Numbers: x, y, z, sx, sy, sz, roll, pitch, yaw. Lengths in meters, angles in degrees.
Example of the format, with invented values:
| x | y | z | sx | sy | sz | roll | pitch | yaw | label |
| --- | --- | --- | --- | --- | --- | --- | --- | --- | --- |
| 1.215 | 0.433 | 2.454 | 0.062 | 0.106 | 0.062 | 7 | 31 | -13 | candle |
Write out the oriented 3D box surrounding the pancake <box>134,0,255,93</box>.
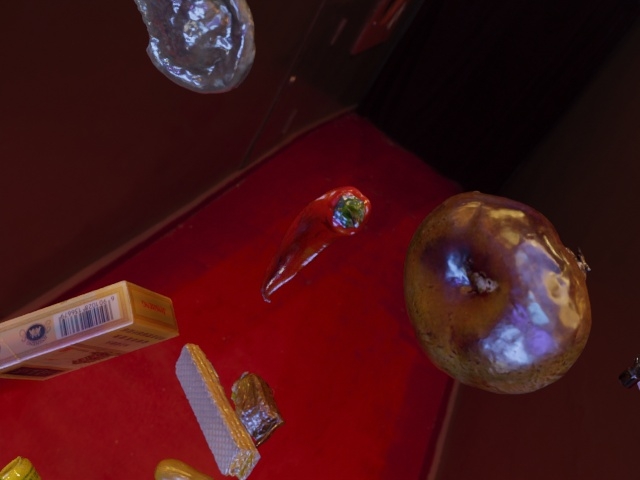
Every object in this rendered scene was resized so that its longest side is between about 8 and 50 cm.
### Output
| x | y | z | sx | sy | sz | roll | pitch | yaw | label |
| --- | --- | --- | --- | --- | --- | --- | --- | --- | --- |
| -0.205 | -0.345 | 1.015 | 0.222 | 0.236 | 0.042 | 22 | 39 | 10 | pancake |

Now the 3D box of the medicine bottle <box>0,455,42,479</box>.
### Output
| x | y | z | sx | sy | sz | roll | pitch | yaw | label |
| --- | --- | --- | --- | --- | --- | --- | --- | --- | --- |
| -0.651 | 0.655 | 1.500 | 0.111 | 0.076 | 0.309 | -100 | 164 | -77 | medicine bottle |

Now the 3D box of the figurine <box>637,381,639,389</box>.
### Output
| x | y | z | sx | sy | sz | roll | pitch | yaw | label |
| --- | --- | --- | --- | --- | --- | --- | --- | --- | --- |
| 0.587 | 0.256 | 0.942 | 0.236 | 0.141 | 0.163 | 33 | 58 | -22 | figurine |

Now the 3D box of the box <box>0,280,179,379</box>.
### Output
| x | y | z | sx | sy | sz | roll | pitch | yaw | label |
| --- | --- | --- | --- | --- | --- | --- | --- | --- | --- |
| -0.399 | 0.157 | 1.059 | 0.174 | 0.274 | 0.076 | 53 | 19 | -70 | box |

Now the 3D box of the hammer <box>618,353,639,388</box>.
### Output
| x | y | z | sx | sy | sz | roll | pitch | yaw | label |
| --- | --- | --- | --- | --- | --- | --- | --- | --- | --- |
| 0.427 | 0.180 | 0.720 | 0.178 | 0.065 | 0.021 | 30 | 40 | -5 | hammer |

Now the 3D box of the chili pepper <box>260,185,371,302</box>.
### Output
| x | y | z | sx | sy | sz | roll | pitch | yaw | label |
| --- | --- | --- | --- | --- | --- | --- | --- | --- | --- |
| -0.001 | -0.004 | 1.108 | 0.091 | 0.368 | 0.137 | 22 | 59 | -15 | chili pepper |

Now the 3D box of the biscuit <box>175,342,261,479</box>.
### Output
| x | y | z | sx | sy | sz | roll | pitch | yaw | label |
| --- | --- | --- | --- | --- | --- | --- | --- | --- | --- |
| -0.261 | 0.403 | 1.533 | 0.054 | 0.094 | 0.379 | 10 | 29 | -41 | biscuit |

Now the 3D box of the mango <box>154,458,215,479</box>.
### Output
| x | y | z | sx | sy | sz | roll | pitch | yaw | label |
| --- | --- | --- | --- | --- | --- | --- | --- | --- | --- |
| -0.388 | 0.686 | 1.823 | 0.184 | 0.085 | 0.102 | 21 | -13 | 4 | mango |

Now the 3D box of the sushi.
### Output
| x | y | z | sx | sy | sz | roll | pitch | yaw | label |
| --- | --- | --- | --- | --- | --- | --- | --- | --- | --- |
| -0.228 | 0.574 | 2.155 | 0.296 | 0.179 | 0.167 | 56 | 7 | 32 | sushi |

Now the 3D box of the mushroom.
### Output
| x | y | z | sx | sy | sz | roll | pitch | yaw | label |
| --- | --- | --- | --- | --- | --- | --- | --- | --- | --- |
| 0.247 | 0.085 | 0.885 | 0.254 | 0.267 | 0.267 | 38 | 25 | -34 | mushroom |
